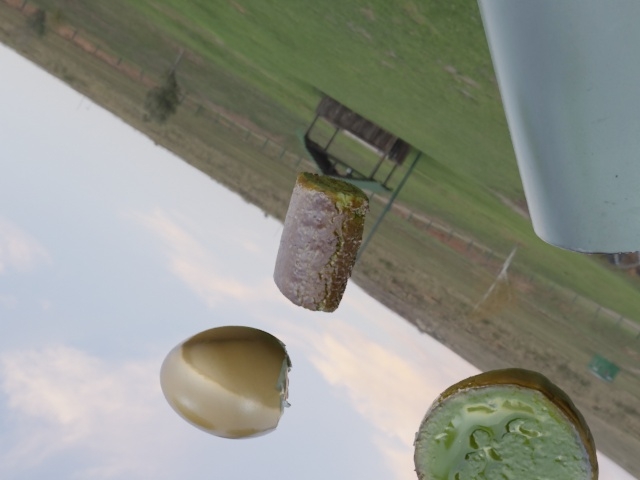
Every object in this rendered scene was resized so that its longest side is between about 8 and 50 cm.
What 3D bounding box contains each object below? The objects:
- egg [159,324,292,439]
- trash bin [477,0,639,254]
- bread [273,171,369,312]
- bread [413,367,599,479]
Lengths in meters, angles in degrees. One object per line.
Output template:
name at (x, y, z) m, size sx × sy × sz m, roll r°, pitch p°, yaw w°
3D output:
egg at (-0.066, 0.098, 0.456) m, size 0.097 × 0.080 × 0.080 m, roll 9°, pitch -171°, yaw 0°
trash bin at (0.309, -0.228, 0.672) m, size 0.280 × 0.281 × 0.431 m, roll -125°, pitch 16°, yaw -70°
bread at (0.000, 0.000, 0.905) m, size 0.103 × 0.172 × 0.132 m, roll 10°, pitch -165°, yaw -21°
bread at (0.231, 0.279, 0.820) m, size 0.236 × 0.236 × 0.070 m, roll 34°, pitch -164°, yaw 14°
